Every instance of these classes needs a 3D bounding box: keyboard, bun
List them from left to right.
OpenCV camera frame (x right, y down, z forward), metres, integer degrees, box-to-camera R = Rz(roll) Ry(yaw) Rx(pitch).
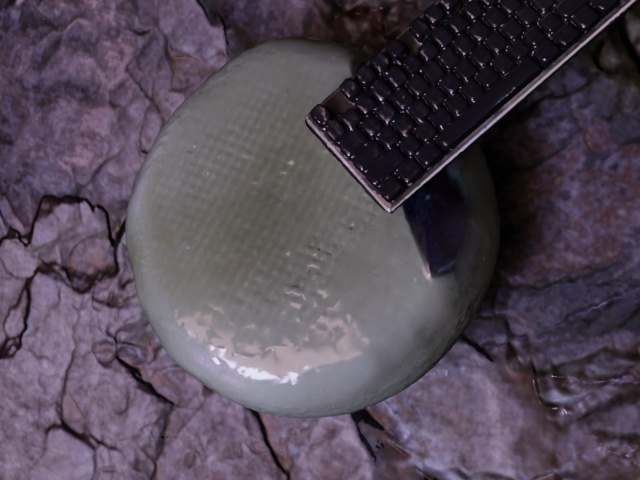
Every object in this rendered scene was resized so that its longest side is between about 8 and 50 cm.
[{"bbox_3d":[0.000,0.000,0.929,0.283,0.179,0.283,-4,74,13],"label":"bun"},{"bbox_3d":[0.132,-0.157,0.829,0.317,0.027,0.106,-42,73,1],"label":"keyboard"}]
